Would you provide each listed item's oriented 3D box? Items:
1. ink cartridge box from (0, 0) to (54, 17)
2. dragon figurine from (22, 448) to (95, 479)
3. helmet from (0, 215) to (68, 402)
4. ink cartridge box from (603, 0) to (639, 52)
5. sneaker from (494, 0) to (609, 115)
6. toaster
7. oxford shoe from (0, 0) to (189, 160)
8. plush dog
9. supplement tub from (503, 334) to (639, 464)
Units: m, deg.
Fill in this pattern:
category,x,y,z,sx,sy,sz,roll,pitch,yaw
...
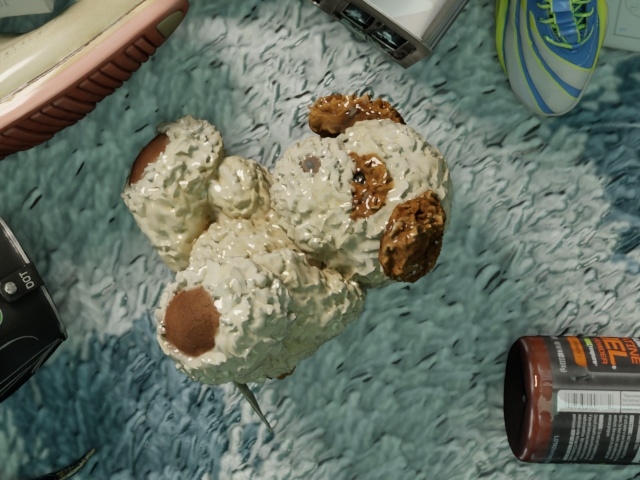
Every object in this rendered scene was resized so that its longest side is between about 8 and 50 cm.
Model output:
category,x,y,z,sx,sy,sz,roll,pitch,yaw
ink cartridge box,-0.280,-0.227,0.909,0.175,0.072,0.127,-3,58,9
dragon figurine,-0.327,0.200,0.959,0.289,0.144,0.085,8,96,-9
helmet,-0.293,0.065,0.948,0.161,0.169,0.169,-31,97,-17
ink cartridge box,0.378,-0.283,0.952,0.385,0.091,0.308,11,116,12
sneaker,0.170,-0.198,0.932,0.091,0.126,0.240,4,114,15
toaster,0.040,-0.220,0.918,0.168,0.185,0.110,33,89,-7
oxford shoe,-0.292,-0.119,0.935,0.397,0.140,0.146,-29,90,-2
plush dog,0.000,0.000,0.941,0.225,0.262,0.210,-34,130,10
supplement tub,0.254,0.130,1.007,0.197,0.106,0.106,2,96,-4
